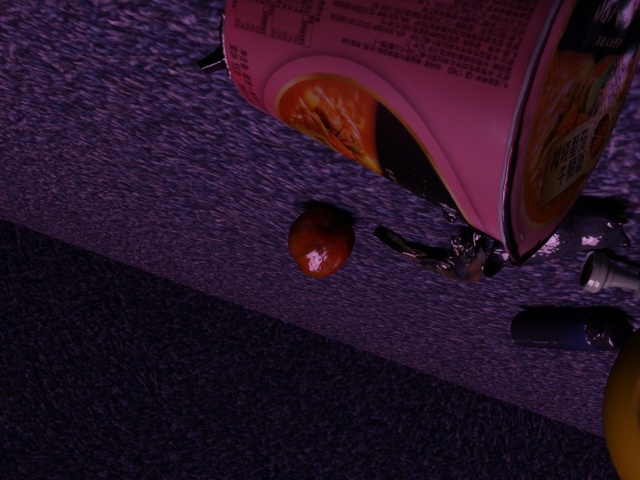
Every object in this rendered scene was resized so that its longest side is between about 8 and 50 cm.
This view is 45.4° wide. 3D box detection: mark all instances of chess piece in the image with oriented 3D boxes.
[{"bbox_3d":[0.441,0.058,1.064,0.149,0.059,0.059,14,165,1],"label":"chess piece"}]

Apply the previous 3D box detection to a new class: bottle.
[{"bbox_3d":[0.447,0.162,1.381,0.082,0.072,0.244,7,172,-27],"label":"bottle"}]

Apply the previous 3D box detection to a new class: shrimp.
[{"bbox_3d":[0.177,0.011,1.254,0.198,0.051,0.262,19,169,10],"label":"shrimp"}]

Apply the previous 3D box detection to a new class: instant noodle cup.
[{"bbox_3d":[0.076,-0.138,0.549,0.255,0.244,0.244,23,169,29],"label":"instant noodle cup"}]

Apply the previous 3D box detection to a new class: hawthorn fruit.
[{"bbox_3d":[0.000,0.000,1.336,0.128,0.128,0.128,19,166,5],"label":"hawthorn fruit"}]

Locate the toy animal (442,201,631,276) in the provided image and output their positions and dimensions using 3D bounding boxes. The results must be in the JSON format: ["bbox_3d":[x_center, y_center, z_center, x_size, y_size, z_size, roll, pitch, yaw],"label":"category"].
[{"bbox_3d":[0.266,-0.005,0.945,0.210,0.117,0.121,11,157,40],"label":"toy animal"}]

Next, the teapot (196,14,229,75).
[{"bbox_3d":[-0.044,-0.179,0.771,0.177,0.096,0.087,14,164,23],"label":"teapot"}]

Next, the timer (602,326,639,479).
[{"bbox_3d":[0.569,0.240,0.998,0.386,0.376,0.376,17,172,-43],"label":"timer"}]
